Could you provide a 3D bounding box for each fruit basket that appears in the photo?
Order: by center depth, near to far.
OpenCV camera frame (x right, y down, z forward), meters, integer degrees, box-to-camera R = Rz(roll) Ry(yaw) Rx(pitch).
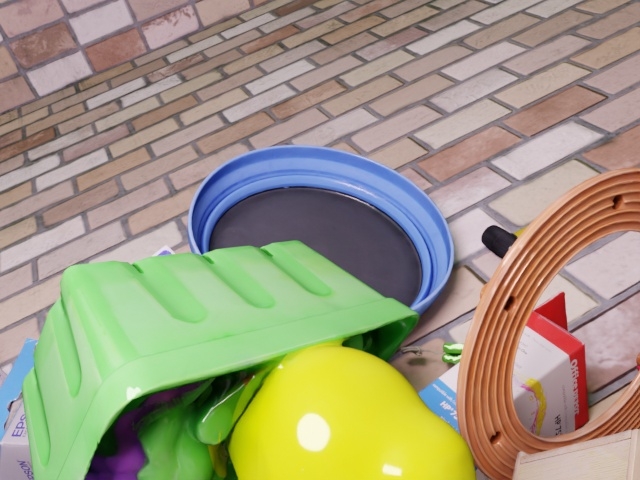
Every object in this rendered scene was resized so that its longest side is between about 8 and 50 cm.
[{"bbox_3d":[-0.041,0.175,0.584,0.391,0.283,0.392,24,30,-15],"label":"fruit basket"}]

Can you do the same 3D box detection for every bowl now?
[{"bbox_3d":[0.000,0.000,0.958,0.390,0.077,0.391,6,42,-6],"label":"bowl"}]

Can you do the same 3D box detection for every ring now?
[{"bbox_3d":[0.259,0.092,0.627,0.336,0.337,0.032,-32,32,-17],"label":"ring"}]

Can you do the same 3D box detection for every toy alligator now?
[{"bbox_3d":[0.197,0.153,0.815,0.189,0.056,0.052,-8,78,14],"label":"toy alligator"}]

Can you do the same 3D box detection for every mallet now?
[{"bbox_3d":[0.334,-0.031,1.003,0.189,0.039,0.062,-31,42,-23],"label":"mallet"}]

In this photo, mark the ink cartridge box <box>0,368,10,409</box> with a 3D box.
[{"bbox_3d":[-0.530,0.265,0.869,0.065,0.186,0.311,-23,36,6],"label":"ink cartridge box"}]

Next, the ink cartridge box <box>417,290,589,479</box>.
[{"bbox_3d":[0.216,0.174,0.705,0.231,0.134,0.078,-32,37,-16],"label":"ink cartridge box"}]

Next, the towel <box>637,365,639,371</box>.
[{"bbox_3d":[0.484,0.198,0.648,0.198,0.031,0.275,-18,35,4],"label":"towel"}]

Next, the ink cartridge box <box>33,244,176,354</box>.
[{"bbox_3d":[-0.191,0.138,0.779,0.208,0.045,0.206,44,49,3],"label":"ink cartridge box"}]

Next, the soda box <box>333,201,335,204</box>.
[{"bbox_3d":[-0.073,-0.026,1.140,0.216,0.069,0.074,3,42,28],"label":"soda box"}]

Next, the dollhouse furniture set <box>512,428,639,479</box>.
[{"bbox_3d":[0.296,0.263,0.523,0.242,0.161,0.212,28,59,-5],"label":"dollhouse furniture set"}]

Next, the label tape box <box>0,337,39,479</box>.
[{"bbox_3d":[-0.305,0.200,0.874,0.347,0.115,0.249,1,40,6],"label":"label tape box"}]
